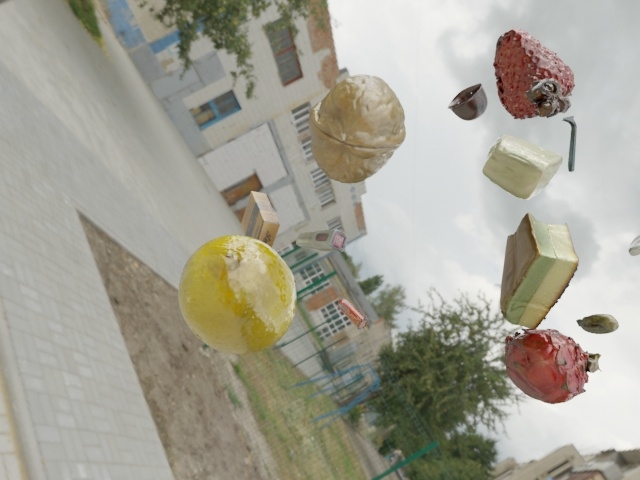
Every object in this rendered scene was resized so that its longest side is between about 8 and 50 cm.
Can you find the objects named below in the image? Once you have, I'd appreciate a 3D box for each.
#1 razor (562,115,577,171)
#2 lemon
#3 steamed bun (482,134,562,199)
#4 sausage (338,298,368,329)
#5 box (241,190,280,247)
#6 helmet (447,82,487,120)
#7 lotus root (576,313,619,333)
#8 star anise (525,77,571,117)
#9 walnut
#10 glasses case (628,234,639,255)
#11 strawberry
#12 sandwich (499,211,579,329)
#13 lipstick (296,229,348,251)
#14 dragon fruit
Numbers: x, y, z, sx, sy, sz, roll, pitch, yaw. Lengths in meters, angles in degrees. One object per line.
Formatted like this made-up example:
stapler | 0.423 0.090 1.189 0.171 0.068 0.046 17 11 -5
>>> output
razor | 0.867 -0.331 1.766 0.033 0.066 0.190 12 -66 54
lemon | -0.162 0.110 1.026 0.263 0.235 0.236 62 -3 -29
steamed bun | 0.656 -0.242 1.713 0.225 0.200 0.170 35 -45 22
sausage | 0.102 0.241 1.741 0.145 0.048 0.050 43 -12 42
box | -0.223 -0.060 1.876 0.237 0.070 0.152 -117 -138 -54
helmet | 0.577 -0.520 1.971 0.106 0.155 0.175 49 10 -19
lotus root | 0.710 0.215 1.313 0.054 0.099 0.049 30 61 -47
star anise | 0.488 -0.316 1.115 0.070 0.190 0.097 -36 -101 46
walnut | 0.100 -0.306 1.404 0.252 0.277 0.313 46 29 -11
glasses case | 1.052 0.008 1.671 0.063 0.164 0.041 -39 -98 45
strawberry | 0.565 -0.464 1.411 0.244 0.205 0.205 55 -2 -13
sandwich | 0.491 0.066 1.193 0.186 0.108 0.220 -73 176 -52
lipstick | 0.000 0.000 2.050 0.077 0.079 0.252 27 -14 -32
dragon fruit | 0.529 0.292 1.198 0.209 0.172 0.172 8 -46 47
